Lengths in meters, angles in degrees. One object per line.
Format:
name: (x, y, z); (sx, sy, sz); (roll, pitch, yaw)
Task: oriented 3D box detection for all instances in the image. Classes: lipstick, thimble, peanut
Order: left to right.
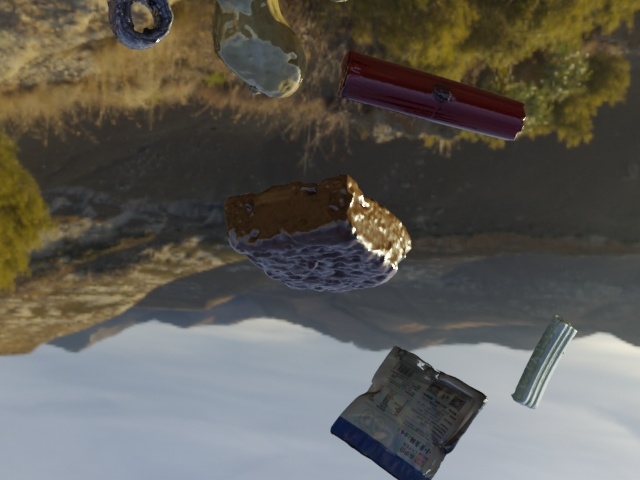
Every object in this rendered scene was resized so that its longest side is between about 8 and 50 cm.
thimble: (-0.436, -0.538, 1.690); (0.150, 0.150, 0.097); (5, -177, -30)
peanut: (-0.103, -0.317, 0.956); (0.117, 0.263, 0.101); (-25, -163, -15)
lipstick: (0.163, -0.212, 1.040); (0.279, 0.073, 0.073); (13, 175, -10)

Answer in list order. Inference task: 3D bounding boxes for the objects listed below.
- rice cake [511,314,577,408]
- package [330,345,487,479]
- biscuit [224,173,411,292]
rice cake: (0.547, 0.301, 1.715); (0.043, 0.237, 0.127); (30, -177, 40)
package: (0.124, 0.250, 1.009); (0.171, 0.173, 0.027); (28, 158, 35)
biscuit: (0.000, 0.000, 1.668); (0.342, 0.166, 0.395); (-11, 155, 28)
